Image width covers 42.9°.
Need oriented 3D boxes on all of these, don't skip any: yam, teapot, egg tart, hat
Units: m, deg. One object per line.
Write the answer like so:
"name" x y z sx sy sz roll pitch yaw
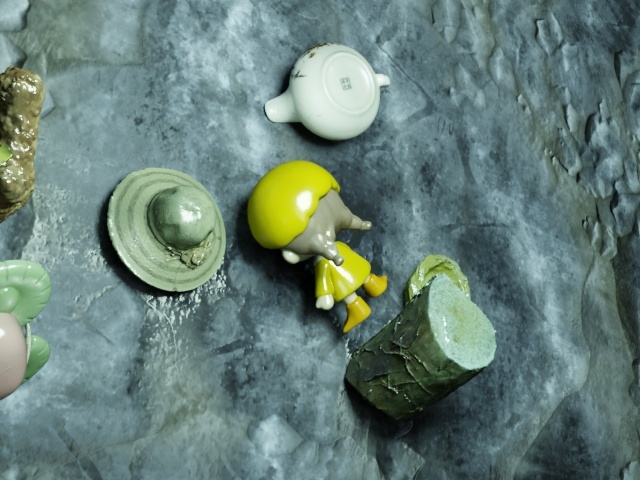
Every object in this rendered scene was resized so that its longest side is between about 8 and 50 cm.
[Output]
"yam" 0.192 0.234 1.627 0.202 0.271 0.201 41 40 -10
"teapot" 0.039 -0.317 1.761 0.300 0.166 0.208 -15 77 -44
"egg tart" 0.258 0.126 1.813 0.197 0.078 0.197 11 71 -34
"hat" -0.248 -0.040 1.477 0.252 0.110 0.252 17 63 -36

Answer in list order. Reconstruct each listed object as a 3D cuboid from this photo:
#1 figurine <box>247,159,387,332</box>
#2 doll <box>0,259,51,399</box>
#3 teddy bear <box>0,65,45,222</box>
"figurine" 0.000 0.000 1.616 0.343 0.187 0.215 51 31 -16
"doll" -0.528 0.142 1.185 0.268 0.284 0.216 -18 52 -36
"teddy bear" -0.554 -0.114 1.249 0.222 0.246 0.296 -49 146 -63
